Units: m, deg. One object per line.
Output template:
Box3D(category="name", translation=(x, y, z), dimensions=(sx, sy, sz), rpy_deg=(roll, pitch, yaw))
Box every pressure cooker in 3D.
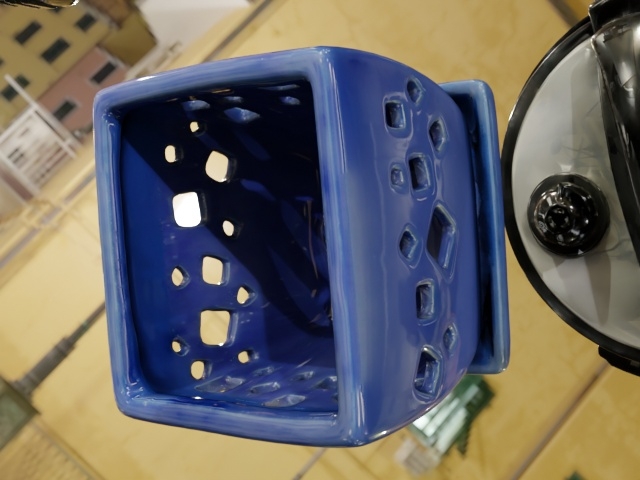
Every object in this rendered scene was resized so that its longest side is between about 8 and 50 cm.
Box3D(category="pressure cooker", translation=(0.375, -0.062, 1.111), dimensions=(0.370, 0.376, 0.420), rpy_deg=(37, 24, 18))

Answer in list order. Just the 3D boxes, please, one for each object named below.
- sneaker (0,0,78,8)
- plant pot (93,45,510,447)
Box3D(category="sneaker", translation=(-0.204, -0.169, 0.572), dimensions=(0.208, 0.094, 0.081), rpy_deg=(8, 7, 22))
Box3D(category="plant pot", translation=(0.000, 0.000, 0.782), dimensions=(0.236, 0.212, 0.236), rpy_deg=(-3, -88, 43))
